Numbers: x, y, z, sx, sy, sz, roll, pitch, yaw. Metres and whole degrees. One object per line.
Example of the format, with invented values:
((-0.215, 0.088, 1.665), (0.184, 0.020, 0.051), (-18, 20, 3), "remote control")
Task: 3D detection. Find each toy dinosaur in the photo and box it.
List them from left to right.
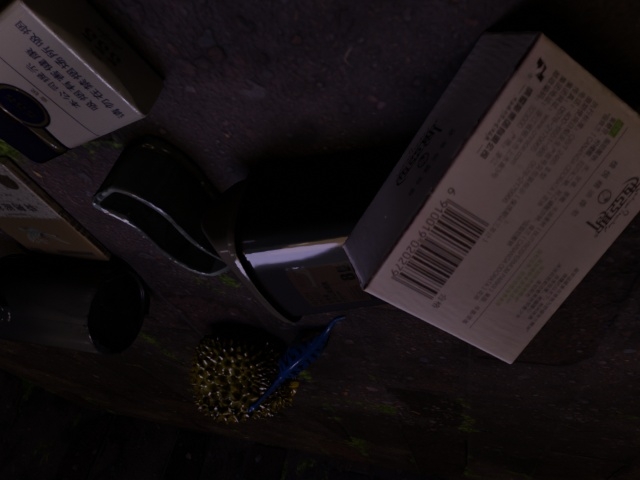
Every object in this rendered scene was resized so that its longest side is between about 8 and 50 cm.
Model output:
((-0.051, 0.275, 1.160), (0.076, 0.144, 0.329), (45, 100, 0), "toy dinosaur")

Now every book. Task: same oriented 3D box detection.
((-0.598, -0.053, 0.970), (0.216, 0.021, 0.310), (2, 146, 18), "book")

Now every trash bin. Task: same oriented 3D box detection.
((-0.588, 0.146, 1.102), (0.301, 0.203, 0.252), (6, -173, 12), "trash bin")
((0.000, 0.000, 0.664), (0.290, 0.182, 0.209), (-8, 137, 23), "trash bin")

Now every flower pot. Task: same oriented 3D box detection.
((-0.219, -0.046, 0.743), (0.103, 0.108, 0.229), (-11, 141, 35), "flower pot")

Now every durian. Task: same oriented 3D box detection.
((-0.212, 0.368, 1.281), (0.258, 0.258, 0.293), (-16, 148, 39), "durian")

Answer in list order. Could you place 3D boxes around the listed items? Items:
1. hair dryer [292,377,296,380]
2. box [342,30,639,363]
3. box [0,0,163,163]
((-0.126, 0.407, 1.482), (0.081, 0.047, 0.137), (6, 140, 12), "hair dryer")
((0.174, -0.035, 0.472), (0.194, 0.111, 0.260), (28, 104, -19), "box")
((-0.342, -0.194, 0.594), (0.259, 0.071, 0.168), (-11, 140, 34), "box")
